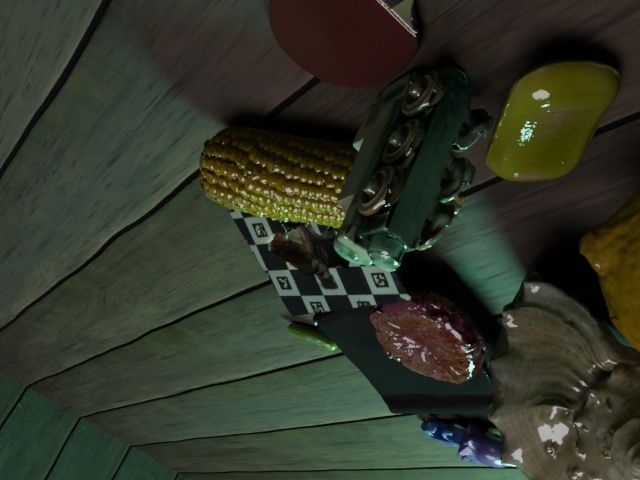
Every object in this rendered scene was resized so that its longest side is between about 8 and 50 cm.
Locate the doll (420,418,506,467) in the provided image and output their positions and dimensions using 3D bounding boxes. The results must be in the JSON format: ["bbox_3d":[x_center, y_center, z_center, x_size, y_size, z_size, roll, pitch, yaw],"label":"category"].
[{"bbox_3d":[0.247,0.340,1.310,0.206,0.067,0.110,10,163,46],"label":"doll"}]

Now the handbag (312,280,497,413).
[{"bbox_3d":[0.139,0.146,1.066,0.247,0.080,0.223,-13,124,43],"label":"handbag"}]

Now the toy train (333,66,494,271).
[{"bbox_3d":[0.070,-0.060,0.668,0.081,0.194,0.125,33,156,-20],"label":"toy train"}]

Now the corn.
[{"bbox_3d":[0.002,-0.059,0.812,0.293,0.106,0.106,11,148,23],"label":"corn"}]

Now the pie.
[{"bbox_3d":[0.128,0.119,0.946,0.153,0.038,0.153,22,138,21],"label":"pie"}]

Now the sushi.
[{"bbox_3d":[0.000,0.000,0.961,0.210,0.040,0.193,-16,109,45],"label":"sushi"}]

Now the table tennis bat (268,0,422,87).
[{"bbox_3d":[0.037,-0.196,0.648,0.130,0.019,0.220,38,150,-21],"label":"table tennis bat"}]

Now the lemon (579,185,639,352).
[{"bbox_3d":[0.337,0.031,0.617,0.256,0.188,0.188,17,150,6],"label":"lemon"}]

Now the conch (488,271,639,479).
[{"bbox_3d":[0.274,0.179,0.799,0.297,0.210,0.352,52,176,12],"label":"conch"}]

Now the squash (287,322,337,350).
[{"bbox_3d":[-0.013,0.153,1.240,0.089,0.027,0.027,20,150,17],"label":"squash"}]

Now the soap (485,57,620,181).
[{"bbox_3d":[0.190,-0.099,0.643,0.089,0.045,0.140,0,147,-5],"label":"soap"}]
